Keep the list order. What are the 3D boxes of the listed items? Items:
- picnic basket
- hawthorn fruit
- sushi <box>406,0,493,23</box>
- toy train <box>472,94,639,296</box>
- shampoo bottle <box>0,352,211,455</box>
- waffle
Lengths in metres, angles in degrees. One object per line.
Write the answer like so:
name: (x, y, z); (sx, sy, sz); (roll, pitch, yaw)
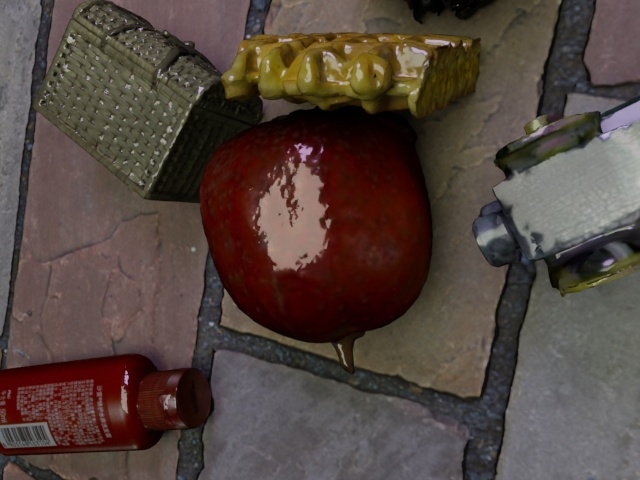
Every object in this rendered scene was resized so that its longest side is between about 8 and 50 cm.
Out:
picnic basket: (-0.185, -0.156, 0.658); (0.196, 0.134, 0.154); (36, 103, 20)
hawthorn fruit: (0.000, 0.000, 0.551); (0.215, 0.215, 0.249); (-16, 89, 23)
sushi: (0.106, -0.307, 0.492); (0.213, 0.204, 0.200); (-37, 81, 25)
toy train: (0.249, -0.052, 0.448); (0.261, 0.177, 0.134); (-26, 81, 22)
shampoo bottle: (-0.286, 0.206, 0.735); (0.315, 0.076, 0.118); (-11, 85, 23)
waffle: (0.011, -0.155, 0.526); (0.219, 0.229, 0.057); (11, 114, 25)
